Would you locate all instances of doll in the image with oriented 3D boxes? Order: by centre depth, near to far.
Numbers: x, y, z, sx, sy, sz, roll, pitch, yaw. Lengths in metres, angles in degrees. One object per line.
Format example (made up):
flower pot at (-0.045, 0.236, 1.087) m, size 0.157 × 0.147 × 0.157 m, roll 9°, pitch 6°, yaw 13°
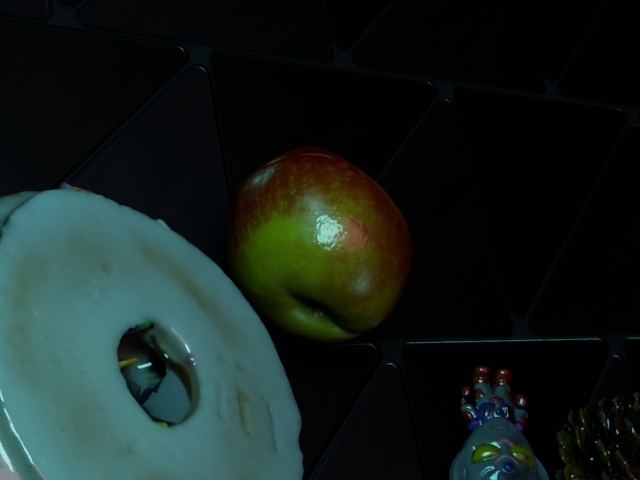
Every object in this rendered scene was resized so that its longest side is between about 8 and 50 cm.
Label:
doll at (0.194, 0.229, 1.161) m, size 0.104 × 0.062 × 0.195 m, roll 21°, pitch 50°, yaw -24°

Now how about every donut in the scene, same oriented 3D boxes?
donut at (-0.173, 0.136, 0.865) m, size 0.382 × 0.142 × 0.383 m, roll 38°, pitch 31°, yaw -27°

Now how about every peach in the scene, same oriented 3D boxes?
peach at (0.000, 0.000, 1.076) m, size 0.190 × 0.190 × 0.192 m, roll 20°, pitch 56°, yaw -23°

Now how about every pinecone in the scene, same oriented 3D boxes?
pinecone at (0.344, 0.244, 1.186) m, size 0.173 × 0.173 × 0.174 m, roll 15°, pitch 59°, yaw -26°
